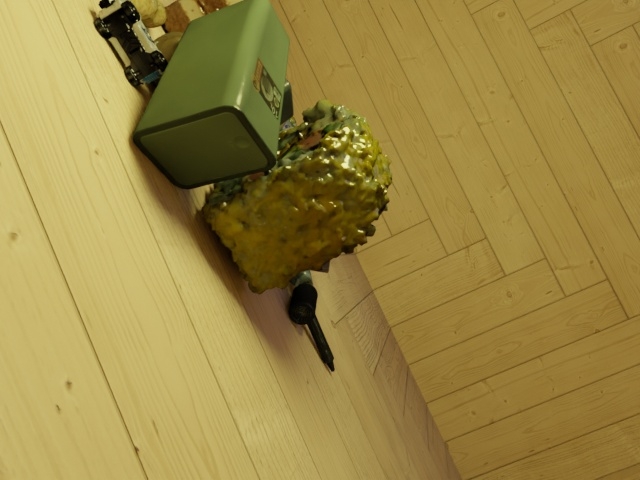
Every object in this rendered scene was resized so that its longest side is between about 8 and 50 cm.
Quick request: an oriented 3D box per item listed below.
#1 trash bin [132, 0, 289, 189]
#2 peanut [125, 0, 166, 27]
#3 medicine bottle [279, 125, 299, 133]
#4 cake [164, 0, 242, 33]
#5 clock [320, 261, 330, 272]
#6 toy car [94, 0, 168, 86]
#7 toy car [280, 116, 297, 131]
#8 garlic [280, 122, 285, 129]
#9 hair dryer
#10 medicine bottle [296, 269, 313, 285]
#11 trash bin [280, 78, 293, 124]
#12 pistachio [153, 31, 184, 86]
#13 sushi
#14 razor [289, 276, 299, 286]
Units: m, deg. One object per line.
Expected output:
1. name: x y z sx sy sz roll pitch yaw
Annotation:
1. trash bin: -0.187 -0.295 1.008 0.158 0.222 0.344 52 36 -49
2. peanut: -0.407 -0.539 1.220 0.080 0.080 0.174 63 10 -4
3. medicine bottle: -0.063 -0.227 1.787 0.302 0.241 0.241 63 3 -79
4. cake: -0.278 -0.623 1.545 0.282 0.290 0.256 57 10 -23
5. clock: 0.001 0.001 1.537 0.193 0.073 0.145 100 -3 -67
6. toy car: -0.370 -0.393 1.034 0.171 0.080 0.070 60 9 -17
7. toy car: -0.167 -0.407 1.964 0.198 0.166 0.314 60 10 0
8. garlic: -0.209 -0.371 1.582 0.184 0.203 0.281 34 -22 -18
9. hair dryer: -0.009 0.247 1.393 0.128 0.069 0.256 -79 146 -74
10. medicine bottle: -0.070 0.062 1.516 0.208 0.053 0.090 -115 -169 -47
11. trash bin: -0.187 -0.325 1.365 0.101 0.236 0.177 50 -12 15
12. pistachio: -0.324 -0.398 1.188 0.136 0.135 0.226 56 11 -42
13. sushi: -0.045 -0.107 1.126 0.240 0.396 0.351 57 6 -24
14. razor: -0.131 0.033 1.385 0.211 0.036 0.084 55 -12 -19
